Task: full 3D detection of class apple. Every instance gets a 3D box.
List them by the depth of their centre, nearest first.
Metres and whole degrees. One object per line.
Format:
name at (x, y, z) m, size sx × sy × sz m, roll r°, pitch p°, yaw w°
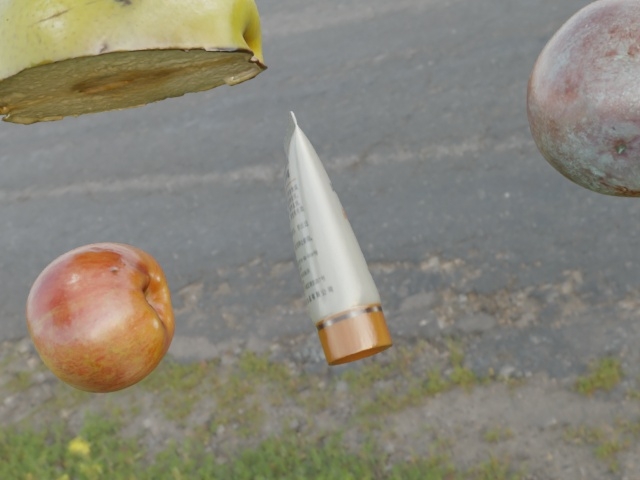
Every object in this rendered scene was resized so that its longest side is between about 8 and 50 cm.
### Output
apple at (-0.280, 0.100, 1.442) m, size 0.164 × 0.209 × 0.209 m, roll -24°, pitch 23°, yaw 12°

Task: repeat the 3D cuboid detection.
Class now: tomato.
tomato at (0.478, -0.219, 1.684) m, size 0.317 × 0.316 × 0.282 m, roll -11°, pitch 35°, yaw 27°

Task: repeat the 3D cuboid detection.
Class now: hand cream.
hand cream at (0.000, 0.000, 1.387) m, size 0.089 × 0.314 × 0.139 m, roll -18°, pitch -9°, yaw -10°

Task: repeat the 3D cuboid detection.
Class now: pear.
pear at (-0.276, -0.289, 1.451) m, size 0.387 × 0.191 × 0.340 m, roll -11°, pitch -3°, yaw 5°
